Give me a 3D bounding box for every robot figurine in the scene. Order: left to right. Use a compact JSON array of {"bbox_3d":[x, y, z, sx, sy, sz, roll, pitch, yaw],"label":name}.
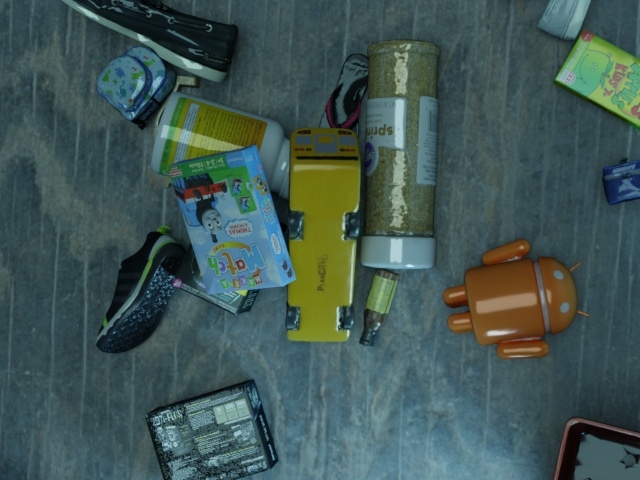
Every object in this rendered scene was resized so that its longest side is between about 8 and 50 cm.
[{"bbox_3d":[0.304,0.092,1.725,0.219,0.158,0.128,-10,128,9],"label":"robot figurine"}]

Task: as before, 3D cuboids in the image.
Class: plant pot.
[{"bbox_3d":[0.462,0.405,1.647,0.267,0.236,0.267,13,91,9],"label":"plant pot"}]

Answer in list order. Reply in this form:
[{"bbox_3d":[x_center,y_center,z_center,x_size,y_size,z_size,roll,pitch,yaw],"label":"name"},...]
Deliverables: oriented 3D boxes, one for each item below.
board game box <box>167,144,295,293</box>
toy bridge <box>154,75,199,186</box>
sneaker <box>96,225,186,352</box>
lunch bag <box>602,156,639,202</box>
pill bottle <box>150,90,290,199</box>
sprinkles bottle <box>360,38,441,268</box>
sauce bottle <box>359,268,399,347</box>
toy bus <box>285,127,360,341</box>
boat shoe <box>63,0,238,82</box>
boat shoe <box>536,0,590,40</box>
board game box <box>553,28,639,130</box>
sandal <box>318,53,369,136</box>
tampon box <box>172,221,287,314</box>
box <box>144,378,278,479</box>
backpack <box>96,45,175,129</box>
[{"bbox_3d":[-0.136,-0.028,1.675,0.160,0.039,0.212,-8,104,38],"label":"board game box"},{"bbox_3d":[-0.247,-0.183,1.859,0.063,0.026,0.188,8,91,10],"label":"toy bridge"},{"bbox_3d":[-0.305,0.082,1.857,0.235,0.084,0.097,-54,50,9],"label":"sneaker"},{"bbox_3d":[0.472,-0.094,1.713,0.067,0.098,0.065,-13,86,14],"label":"lunch bag"},{"bbox_3d":[-0.138,-0.142,1.778,0.245,0.136,0.136,16,93,-4],"label":"pill bottle"},{"bbox_3d":[0.128,-0.134,1.755,0.121,0.121,0.356,2,90,9],"label":"sprinkles bottle"},{"bbox_3d":[0.092,0.110,1.800,0.042,0.042,0.128,18,91,8],"label":"sauce bottle"},{"bbox_3d":[0.000,0.000,1.721,0.108,0.130,0.333,0,125,-3],"label":"toy bus"},{"bbox_3d":[-0.288,-0.383,1.807,0.340,0.127,0.113,29,105,5],"label":"boat shoe"},{"bbox_3d":[0.397,-0.432,1.733,0.081,0.079,0.228,16,96,4],"label":"boat shoe"},{"bbox_3d":[0.470,-0.247,1.741,0.181,0.043,0.092,30,94,8],"label":"board game box"},{"bbox_3d":[0.039,-0.221,1.808,0.067,0.040,0.179,16,92,8],"label":"sandal"},{"bbox_3d":[-0.146,0.023,1.806,0.120,0.101,0.161,24,94,8],"label":"tampon box"},{"bbox_3d":[-0.179,0.326,1.823,0.180,0.077,0.147,-18,88,8],"label":"box"},{"bbox_3d":[-0.305,-0.263,1.834,0.105,0.084,0.114,43,95,17],"label":"backpack"}]
